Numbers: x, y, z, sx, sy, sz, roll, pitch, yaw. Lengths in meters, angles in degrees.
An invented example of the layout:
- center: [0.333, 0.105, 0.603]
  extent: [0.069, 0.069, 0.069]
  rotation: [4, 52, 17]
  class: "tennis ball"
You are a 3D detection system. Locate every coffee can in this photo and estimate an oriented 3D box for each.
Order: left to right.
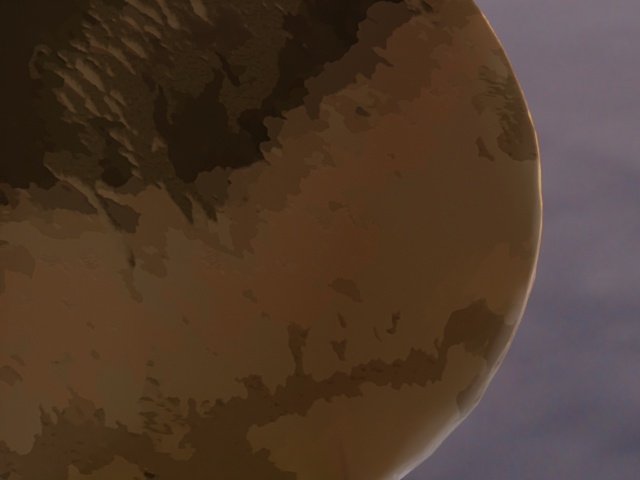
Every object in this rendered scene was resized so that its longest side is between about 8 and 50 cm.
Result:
- center: [-0.055, 0.023, 0.470]
  extent: [0.202, 0.201, 0.275]
  rotation: [-8, 163, -11]
  class: "coffee can"
